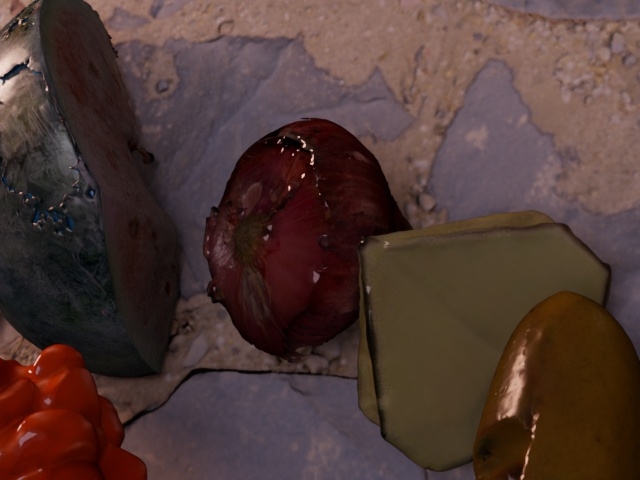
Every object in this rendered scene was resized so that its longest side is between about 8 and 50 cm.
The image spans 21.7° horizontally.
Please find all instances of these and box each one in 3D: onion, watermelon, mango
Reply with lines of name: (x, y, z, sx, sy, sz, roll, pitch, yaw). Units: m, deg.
onion: (0.000, 0.000, 1.262, 0.184, 0.147, 0.184, -34, 51, 56)
watermelon: (-0.235, -0.043, 1.325, 0.175, 0.188, 0.322, -27, 67, 12)
mango: (0.165, 0.168, 1.131, 0.130, 0.167, 0.262, -4, 68, 30)

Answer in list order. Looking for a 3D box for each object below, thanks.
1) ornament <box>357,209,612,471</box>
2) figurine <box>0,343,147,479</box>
ornament: (0.094, 0.051, 1.196, 0.201, 0.180, 0.059, -49, 21, 2)
figurine: (-0.317, 0.142, 1.243, 0.306, 0.241, 0.412, -43, 55, 2)
